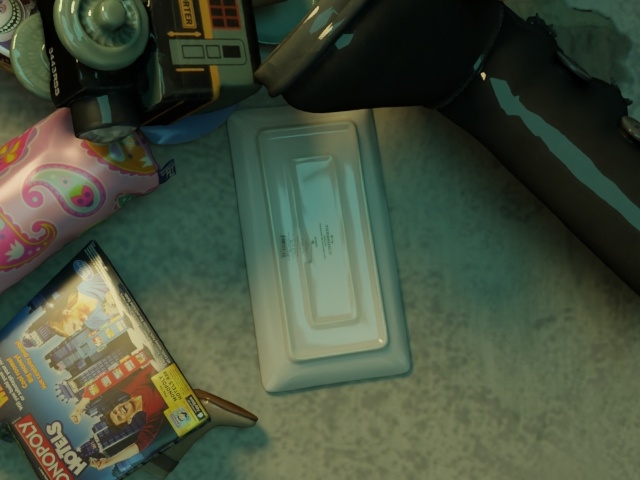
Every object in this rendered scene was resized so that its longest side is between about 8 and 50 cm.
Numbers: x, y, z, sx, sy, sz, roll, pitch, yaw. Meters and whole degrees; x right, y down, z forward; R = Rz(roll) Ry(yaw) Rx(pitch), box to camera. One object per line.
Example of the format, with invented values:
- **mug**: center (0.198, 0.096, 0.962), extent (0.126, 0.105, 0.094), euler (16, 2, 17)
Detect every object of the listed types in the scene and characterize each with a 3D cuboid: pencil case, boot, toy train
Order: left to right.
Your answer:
- **pencil case**: center (-0.270, -0.018, 1.007), extent (0.284, 0.124, 0.124), euler (-37, 91, -14)
- **toy train**: center (-0.158, -0.244, 0.950), extent (0.190, 0.142, 0.334), euler (-6, 83, -35)
- **boot**: center (-0.127, 0.174, 1.050), extent (0.118, 0.042, 0.087), euler (25, 85, -5)
- **boot**: center (0.187, -0.070, 1.006), extent (0.445, 0.146, 0.367), euler (46, 36, -3)

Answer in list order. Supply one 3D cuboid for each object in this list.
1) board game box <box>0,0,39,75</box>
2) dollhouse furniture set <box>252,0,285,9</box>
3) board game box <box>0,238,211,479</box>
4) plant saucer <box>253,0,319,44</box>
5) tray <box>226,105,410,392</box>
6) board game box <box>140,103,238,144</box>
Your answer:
- **board game box**: center (-0.246, -0.328, 1.015), extent (0.208, 0.056, 0.347), euler (28, 74, -12)
- **dollhouse furniture set**: center (-0.016, -0.316, 1.063), extent (0.151, 0.123, 0.144), euler (-19, 77, -22)
- **board game box**: center (-0.223, 0.133, 1.004), extent (0.194, 0.060, 0.194), euler (-33, 72, -8)
- **plant saucer**: center (-0.048, -0.244, 1.124), extent (0.119, 0.021, 0.119), euler (1, 83, -10)
- **tray**: center (0.000, 0.000, 1.098), extent (0.145, 0.030, 0.270), euler (-7, 84, -10)
- **board game box**: center (-0.149, -0.173, 1.092), extent (0.169, 0.033, 0.133), euler (47, 74, -9)
